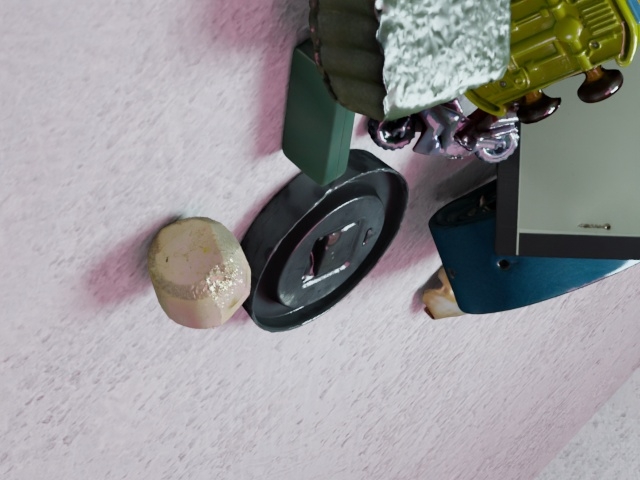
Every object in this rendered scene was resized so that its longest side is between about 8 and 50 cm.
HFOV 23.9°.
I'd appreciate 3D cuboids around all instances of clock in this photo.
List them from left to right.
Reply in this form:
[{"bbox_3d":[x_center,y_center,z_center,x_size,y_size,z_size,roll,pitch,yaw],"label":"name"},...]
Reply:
[{"bbox_3d":[0.000,0.000,1.999,0.281,0.055,0.280,-36,153,-22],"label":"clock"}]

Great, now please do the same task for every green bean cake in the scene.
[{"bbox_3d":[0.097,-0.254,1.621,0.227,0.125,0.222,-26,123,-42],"label":"green bean cake"}]

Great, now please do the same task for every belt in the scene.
[{"bbox_3d":[0.371,-0.035,2.219,0.437,0.173,0.300,-28,-167,-25],"label":"belt"}]

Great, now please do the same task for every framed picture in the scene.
[{"bbox_3d":[0.363,-0.140,1.997,0.016,0.265,0.347,-65,155,-73],"label":"framed picture"}]

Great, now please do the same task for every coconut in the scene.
[{"bbox_3d":[-0.142,0.043,1.779,0.116,0.116,0.122,-40,154,-13],"label":"coconut"}]

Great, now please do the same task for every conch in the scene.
[{"bbox_3d":[0.292,0.062,2.459,0.255,0.127,0.158,-40,155,-12],"label":"conch"}]

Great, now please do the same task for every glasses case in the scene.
[{"bbox_3d":[0.000,-0.148,1.749,0.039,0.078,0.184,-35,153,-29],"label":"glasses case"}]

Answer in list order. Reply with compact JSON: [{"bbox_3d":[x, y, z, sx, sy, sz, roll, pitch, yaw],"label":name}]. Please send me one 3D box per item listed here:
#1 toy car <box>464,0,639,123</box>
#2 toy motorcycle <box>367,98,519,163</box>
[{"bbox_3d":[0.276,-0.266,1.860,0.248,0.200,0.142,-16,-158,29],"label":"toy car"},{"bbox_3d":[0.168,-0.164,1.946,0.213,0.082,0.122,6,126,-23],"label":"toy motorcycle"}]
